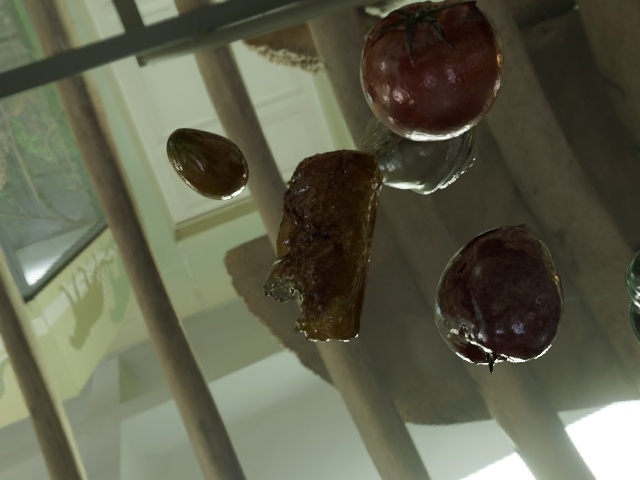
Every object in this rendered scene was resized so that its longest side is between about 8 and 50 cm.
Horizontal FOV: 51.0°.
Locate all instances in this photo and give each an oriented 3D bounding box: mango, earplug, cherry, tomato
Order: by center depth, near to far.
[{"bbox_3d":[0.319,0.097,1.198,0.300,0.203,0.230,-68,-168,-21],"label":"cherry"},{"bbox_3d":[0.207,-0.305,1.231,0.265,0.265,0.265,-17,-163,5],"label":"tomato"},{"bbox_3d":[-0.246,-0.167,1.479,0.120,0.151,0.221,-27,160,25],"label":"mango"},{"bbox_3d":[0.794,0.136,1.586,0.164,0.280,0.257,14,-108,37],"label":"earplug"}]

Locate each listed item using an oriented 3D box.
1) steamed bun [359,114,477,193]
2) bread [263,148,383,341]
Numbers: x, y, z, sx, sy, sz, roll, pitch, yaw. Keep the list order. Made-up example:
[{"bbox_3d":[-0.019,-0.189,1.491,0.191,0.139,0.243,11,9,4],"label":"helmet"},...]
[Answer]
[{"bbox_3d":[0.259,-0.248,1.645,0.310,0.219,0.324,-43,-158,16],"label":"steamed bun"},{"bbox_3d":[0.000,0.000,1.164,0.185,0.109,0.380,-4,-128,20],"label":"bread"}]
